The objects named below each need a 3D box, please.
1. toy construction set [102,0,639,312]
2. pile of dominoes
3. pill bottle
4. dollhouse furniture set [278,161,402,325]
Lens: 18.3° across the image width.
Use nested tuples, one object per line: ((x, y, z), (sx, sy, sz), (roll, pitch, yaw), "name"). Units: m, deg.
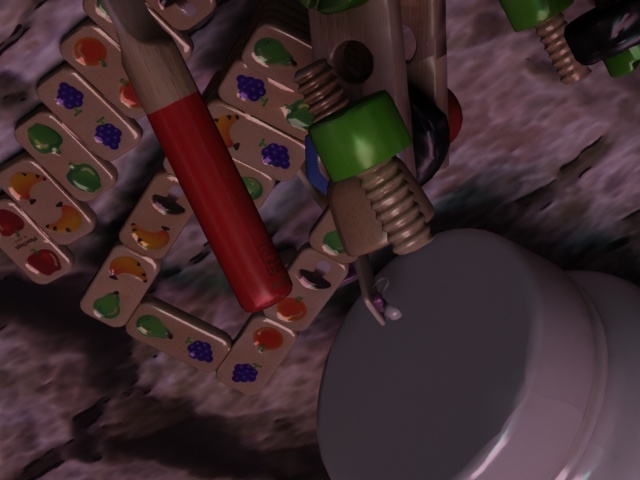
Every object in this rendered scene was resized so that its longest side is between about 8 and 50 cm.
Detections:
((0.040, -0.143, 0.842), (0.309, 0.237, 0.257), (-32, -171, -33), "toy construction set")
((-0.066, -0.026, 1.040), (0.196, 0.040, 0.251), (26, 127, -11), "pile of dominoes")
((0.182, 0.141, 1.198), (0.361, 0.204, 0.204), (28, 124, -36), "pill bottle")
((0.000, 0.000, 1.095), (0.091, 0.081, 0.114), (-24, 136, 12), "dollhouse furniture set")
